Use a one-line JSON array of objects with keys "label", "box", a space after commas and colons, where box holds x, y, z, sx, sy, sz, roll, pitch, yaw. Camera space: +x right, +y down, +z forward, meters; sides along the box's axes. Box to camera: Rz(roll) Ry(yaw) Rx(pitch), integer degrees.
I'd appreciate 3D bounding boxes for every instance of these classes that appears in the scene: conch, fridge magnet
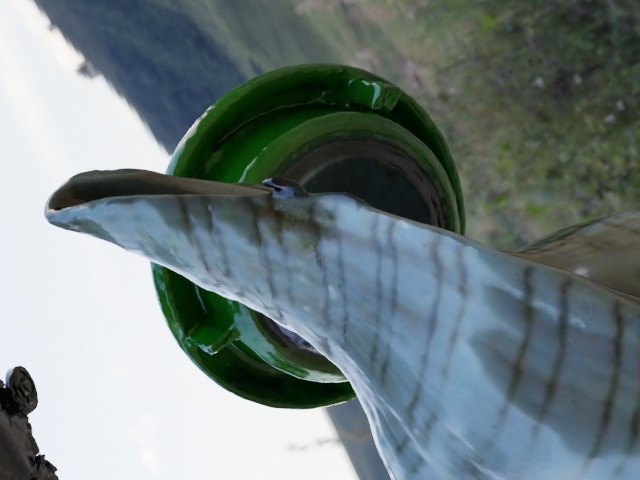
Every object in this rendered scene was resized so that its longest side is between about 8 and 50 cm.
[{"label": "conch", "box": [0.091, 0.066, 0.523, 0.203, 0.386, 0.170, 168, 104, -66]}, {"label": "fridge magnet", "box": [0.000, 0.000, 0.814, 0.088, 0.208, 0.208, 19, 140, 60]}]

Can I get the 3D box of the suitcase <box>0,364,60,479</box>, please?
[{"label": "suitcase", "box": [-0.315, 0.218, 0.754, 0.194, 0.283, 0.434, 62, -167, -19]}]
